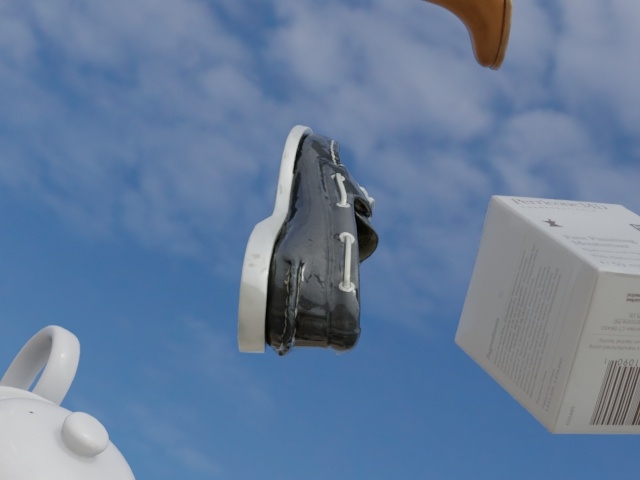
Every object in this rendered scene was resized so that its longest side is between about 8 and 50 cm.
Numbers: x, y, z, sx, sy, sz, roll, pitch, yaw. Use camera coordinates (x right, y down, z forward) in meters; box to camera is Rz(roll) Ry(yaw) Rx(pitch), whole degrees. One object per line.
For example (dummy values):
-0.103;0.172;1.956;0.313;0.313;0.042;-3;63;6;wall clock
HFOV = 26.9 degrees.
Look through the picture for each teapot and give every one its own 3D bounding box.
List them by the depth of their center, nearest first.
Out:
-0.207;0.186;0.901;0.256;0.187;0.252;44;15;19;teapot

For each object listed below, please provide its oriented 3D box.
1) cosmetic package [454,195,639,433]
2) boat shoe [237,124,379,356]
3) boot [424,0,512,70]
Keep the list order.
0.237;0.063;1.179;0.151;0.152;0.183;4;20;-25;cosmetic package
0.000;0.000;1.055;0.091;0.303;0.114;7;-58;3;boat shoe
0.107;-0.258;1.347;0.152;0.197;0.073;-12;10;-10;boot
